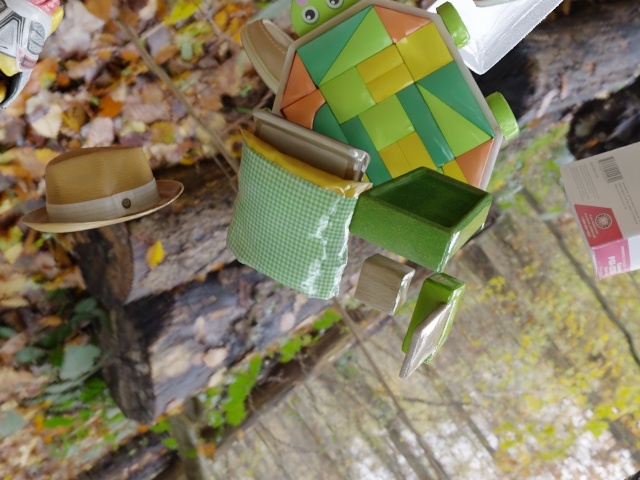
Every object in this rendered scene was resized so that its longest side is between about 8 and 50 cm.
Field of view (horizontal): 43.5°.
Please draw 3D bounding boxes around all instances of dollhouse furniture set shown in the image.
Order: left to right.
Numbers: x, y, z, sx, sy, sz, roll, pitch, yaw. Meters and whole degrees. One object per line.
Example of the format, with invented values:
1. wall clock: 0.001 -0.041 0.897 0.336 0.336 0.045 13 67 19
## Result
1. dollhouse furniture set: 0.000 0.000 0.854 0.151 0.302 0.197 -31 141 -57

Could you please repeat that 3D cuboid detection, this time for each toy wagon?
1. toy wagon: 0.055 -0.171 0.935 0.267 0.344 0.068 -29 -173 11

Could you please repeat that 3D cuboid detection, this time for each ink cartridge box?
1. ink cartridge box: 0.465 -0.057 1.111 0.218 0.158 0.092 -18 140 14

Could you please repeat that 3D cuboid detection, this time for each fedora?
1. fedora: -0.262 -0.070 0.953 0.195 0.079 0.194 -8 -164 2

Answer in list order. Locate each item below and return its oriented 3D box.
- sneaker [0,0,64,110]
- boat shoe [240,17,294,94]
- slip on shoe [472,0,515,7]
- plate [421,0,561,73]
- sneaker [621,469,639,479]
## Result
1. sneaker: -0.307 -0.161 0.722 0.225 0.088 0.092 -19 -131 57
2. boat shoe: 0.015 -0.206 1.067 0.098 0.302 0.109 -50 160 25
3. slip on shoe: 0.348 -0.403 1.065 0.332 0.101 0.123 -9 -154 31
4. plate: 0.328 -0.456 1.479 0.278 0.045 0.277 -43 147 24
5. sneaker: 0.499 0.339 1.088 0.282 0.099 0.153 -5 152 -30
